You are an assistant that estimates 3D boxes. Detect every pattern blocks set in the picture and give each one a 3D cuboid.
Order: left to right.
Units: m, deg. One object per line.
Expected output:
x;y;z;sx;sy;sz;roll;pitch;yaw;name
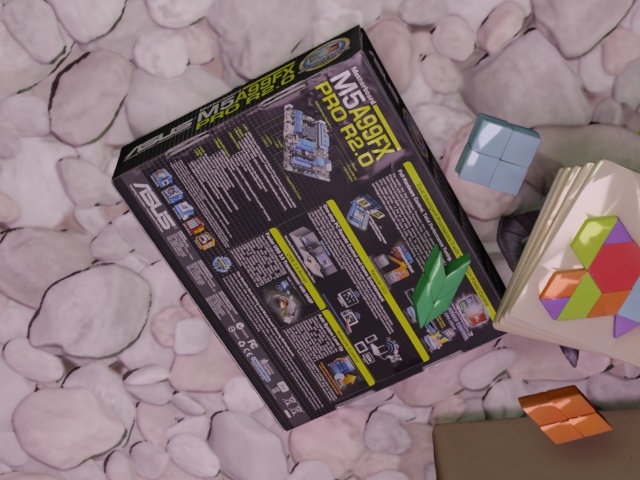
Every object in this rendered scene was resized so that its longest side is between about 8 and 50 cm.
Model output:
0.232;0.029;0.919;0.325;0.026;0.285;7;115;-10;pattern blocks set

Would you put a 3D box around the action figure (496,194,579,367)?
0.283;-0.028;0.961;0.285;0.099;0.185;-32;108;13;action figure

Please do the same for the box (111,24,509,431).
0.000;0.000;0.998;0.216;0.060;0.270;-26;115;13;box

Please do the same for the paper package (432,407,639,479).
0.257;0.280;1.005;0.325;0.309;0.168;-5;121;4;paper package
